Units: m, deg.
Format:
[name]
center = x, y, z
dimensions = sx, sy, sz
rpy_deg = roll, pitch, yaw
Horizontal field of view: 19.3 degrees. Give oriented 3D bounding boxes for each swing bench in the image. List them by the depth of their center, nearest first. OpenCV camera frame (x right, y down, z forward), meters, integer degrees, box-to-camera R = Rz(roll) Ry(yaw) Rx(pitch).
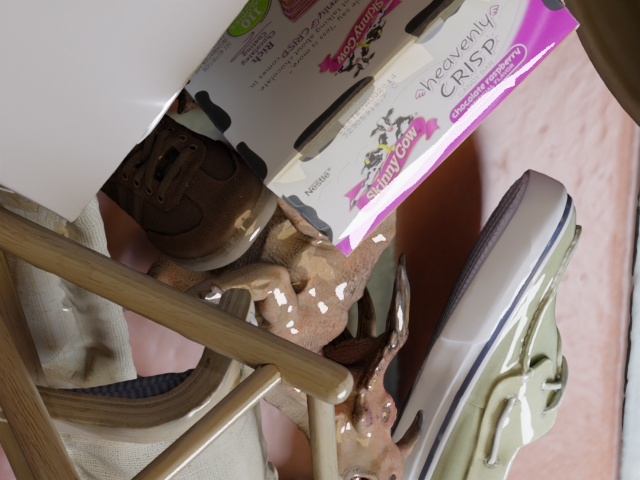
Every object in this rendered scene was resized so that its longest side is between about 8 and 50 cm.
[swing bench]
center = -0.123, 0.098, 0.981
dimensions = 0.165, 0.254, 0.253
rpy_deg = -40, 156, -20

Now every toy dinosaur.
[toy dinosaur]
center = 0.000, 0.000, 1.101
dimensions = 0.200, 0.127, 0.296
rpy_deg = 6, 113, -31

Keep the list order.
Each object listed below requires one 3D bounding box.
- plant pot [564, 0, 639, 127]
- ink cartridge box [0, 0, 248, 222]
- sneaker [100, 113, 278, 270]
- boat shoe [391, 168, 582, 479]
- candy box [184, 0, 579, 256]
[plant pot]
center = 0.333, -0.209, 1.052
dimensions = 0.280, 0.323, 0.323
rpy_deg = -20, 130, -38
[ink cartridge box]
center = -0.180, -0.178, 0.829
dimensions = 0.270, 0.198, 0.197
rpy_deg = 31, 102, -40
[sneaker]
center = -0.093, -0.038, 0.978
dimensions = 0.071, 0.188, 0.066
rpy_deg = 35, 85, -33
[boat shoe]
center = 0.111, 0.092, 1.218
dimensions = 0.094, 0.109, 0.302
rpy_deg = 23, 122, 3
[candy box]
center = 0.001, -0.120, 0.944
dimensions = 0.159, 0.233, 0.071
rpy_deg = -44, 130, 5
